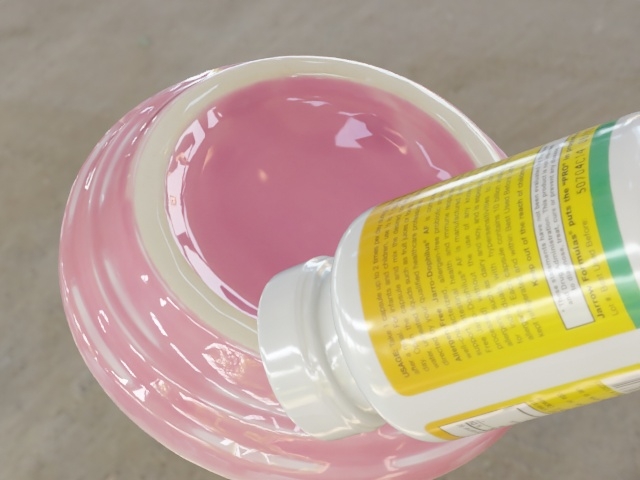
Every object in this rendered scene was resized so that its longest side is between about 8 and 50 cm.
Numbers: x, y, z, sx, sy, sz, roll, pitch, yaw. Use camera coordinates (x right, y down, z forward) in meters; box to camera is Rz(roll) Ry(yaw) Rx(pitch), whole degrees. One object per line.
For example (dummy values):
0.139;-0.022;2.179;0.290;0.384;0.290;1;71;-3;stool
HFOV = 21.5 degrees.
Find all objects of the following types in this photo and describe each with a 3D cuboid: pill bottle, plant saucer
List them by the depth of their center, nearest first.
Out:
0.079;0.026;0.774;0.208;0.117;0.118;-20;31;29;pill bottle
0.000;0.000;1.080;0.084;0.332;0.332;104;-168;-52;plant saucer
